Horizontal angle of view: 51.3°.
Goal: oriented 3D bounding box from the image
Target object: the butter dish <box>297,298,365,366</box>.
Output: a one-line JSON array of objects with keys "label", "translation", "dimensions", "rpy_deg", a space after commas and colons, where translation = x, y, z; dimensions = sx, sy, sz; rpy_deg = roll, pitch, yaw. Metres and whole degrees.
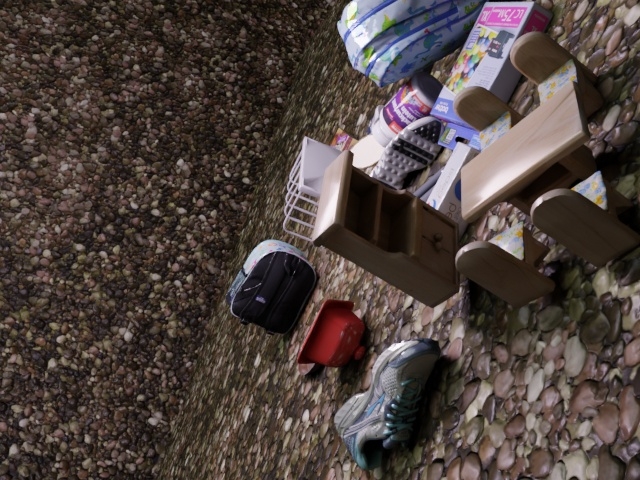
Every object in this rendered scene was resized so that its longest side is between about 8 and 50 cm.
[{"label": "butter dish", "translation": [0.046, 0.223, 1.473], "dimensions": [0.159, 0.118, 0.160], "rpy_deg": [15, -77, -61]}]

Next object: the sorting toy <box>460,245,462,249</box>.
[{"label": "sorting toy", "translation": [0.220, 0.044, 1.235], "dimensions": [0.101, 0.061, 0.042], "rpy_deg": [-28, -11, 9]}]

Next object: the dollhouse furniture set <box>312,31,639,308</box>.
[{"label": "dollhouse furniture set", "translation": [0.209, -0.097, 1.007], "dimensions": [0.394, 0.256, 0.362], "rpy_deg": [-41, 29, 41]}]

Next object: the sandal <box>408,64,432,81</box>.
[{"label": "sandal", "translation": [0.274, -0.494, 1.834], "dimensions": [0.097, 0.054, 0.255], "rpy_deg": [-35, 35, 62]}]

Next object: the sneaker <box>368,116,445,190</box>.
[{"label": "sneaker", "translation": [0.200, -0.210, 1.601], "dimensions": [0.292, 0.110, 0.118], "rpy_deg": [-47, 16, 50]}]

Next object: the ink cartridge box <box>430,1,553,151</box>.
[{"label": "ink cartridge box", "translation": [0.332, -0.333, 1.368], "dimensions": [0.311, 0.065, 0.186], "rpy_deg": [-66, 23, 11]}]

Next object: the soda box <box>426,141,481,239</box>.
[{"label": "soda box", "translation": [0.251, -0.072, 1.265], "dimensions": [0.216, 0.073, 0.069], "rpy_deg": [-64, 16, 13]}]

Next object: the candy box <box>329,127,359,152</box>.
[{"label": "candy box", "translation": [0.075, -0.307, 2.238], "dimensions": [0.109, 0.053, 0.187], "rpy_deg": [-63, 15, 13]}]

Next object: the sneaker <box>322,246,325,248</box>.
[{"label": "sneaker", "translation": [0.000, 0.000, 2.074], "dimensions": [0.032, 0.036, 0.083], "rpy_deg": [-62, 17, 8]}]

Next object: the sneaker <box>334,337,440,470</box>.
[{"label": "sneaker", "translation": [0.134, 0.286, 1.145], "dimensions": [0.283, 0.110, 0.122], "rpy_deg": [-60, 34, 30]}]

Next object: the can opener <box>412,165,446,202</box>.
[{"label": "can opener", "translation": [0.194, -0.073, 1.448], "dimensions": [0.280, 0.093, 0.074], "rpy_deg": [-38, 31, 51]}]

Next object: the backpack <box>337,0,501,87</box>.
[{"label": "backpack", "translation": [0.217, -0.510, 1.520], "dimensions": [0.290, 0.355, 0.274], "rpy_deg": [162, 97, -82]}]

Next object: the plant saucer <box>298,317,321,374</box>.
[{"label": "plant saucer", "translation": [-0.009, 0.272, 1.728], "dimensions": [0.168, 0.029, 0.169], "rpy_deg": [-56, 19, 31]}]

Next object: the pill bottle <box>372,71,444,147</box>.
[{"label": "pill bottle", "translation": [0.214, -0.313, 1.643], "dimensions": [0.193, 0.108, 0.108], "rpy_deg": [-43, 27, 44]}]

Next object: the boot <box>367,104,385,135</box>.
[{"label": "boot", "translation": [0.170, -0.312, 1.924], "dimensions": [0.190, 0.069, 0.086], "rpy_deg": [-74, 8, -54]}]

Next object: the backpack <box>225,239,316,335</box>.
[{"label": "backpack", "translation": [-0.142, 0.128, 2.021], "dimensions": [0.254, 0.225, 0.191], "rpy_deg": [-58, 22, 14]}]

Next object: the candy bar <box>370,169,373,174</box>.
[{"label": "candy bar", "translation": [0.172, -0.198, 1.821], "dimensions": [0.161, 0.018, 0.040], "rpy_deg": [-33, 37, 65]}]

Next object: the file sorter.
[{"label": "file sorter", "translation": [0.003, -0.142, 1.989], "dimensions": [0.278, 0.192, 0.173], "rpy_deg": [-87, 22, -52]}]

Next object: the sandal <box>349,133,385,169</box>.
[{"label": "sandal", "translation": [0.184, -0.261, 1.794], "dimensions": [0.240, 0.079, 0.088], "rpy_deg": [-35, 66, 32]}]
